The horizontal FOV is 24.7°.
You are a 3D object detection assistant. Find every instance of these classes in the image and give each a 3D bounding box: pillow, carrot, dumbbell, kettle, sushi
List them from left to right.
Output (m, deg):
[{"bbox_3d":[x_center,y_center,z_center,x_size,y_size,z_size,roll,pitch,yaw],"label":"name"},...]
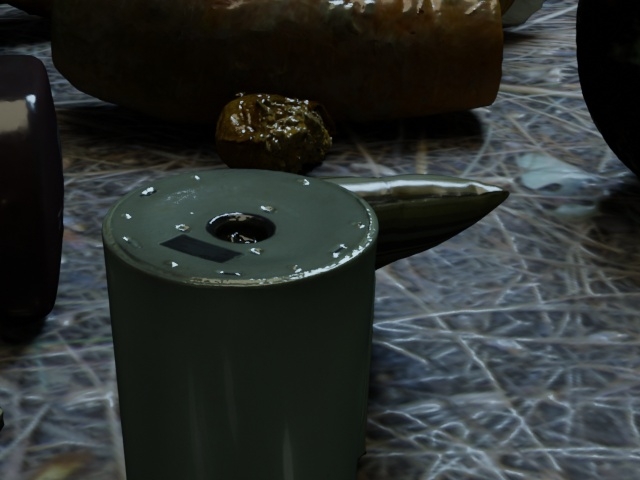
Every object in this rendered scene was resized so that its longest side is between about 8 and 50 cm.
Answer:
[{"bbox_3d":[-0.242,-0.023,0.732,0.225,0.124,0.140,-3,26,-11],"label":"dumbbell"},{"bbox_3d":[-0.028,0.052,0.561,0.098,0.148,0.127,1,27,2],"label":"kettle"},{"bbox_3d":[-0.030,-0.141,0.990,0.301,0.139,0.139,0,25,-4],"label":"carrot"},{"bbox_3d":[-0.024,-0.067,0.914,0.060,0.061,0.118,1,21,26],"label":"sushi"},{"bbox_3d":[0.000,0.000,0.701,0.113,0.038,0.203,-6,-8,-20],"label":"pillow"}]

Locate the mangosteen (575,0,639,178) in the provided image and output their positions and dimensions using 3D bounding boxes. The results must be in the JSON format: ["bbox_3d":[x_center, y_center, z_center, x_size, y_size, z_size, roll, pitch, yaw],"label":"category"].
[{"bbox_3d":[0.274,-0.134,0.894,0.231,0.231,0.289,8,18,14],"label":"mangosteen"}]

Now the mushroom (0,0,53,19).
[{"bbox_3d":[-0.304,-0.242,1.127,0.331,0.356,0.334,20,68,29],"label":"mushroom"}]

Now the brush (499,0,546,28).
[{"bbox_3d":[0.049,-0.231,1.175,0.266,0.174,0.166,-10,7,17],"label":"brush"}]

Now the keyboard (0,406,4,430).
[{"bbox_3d":[-0.225,0.130,0.523,0.106,0.027,0.317,7,26,10],"label":"keyboard"}]
